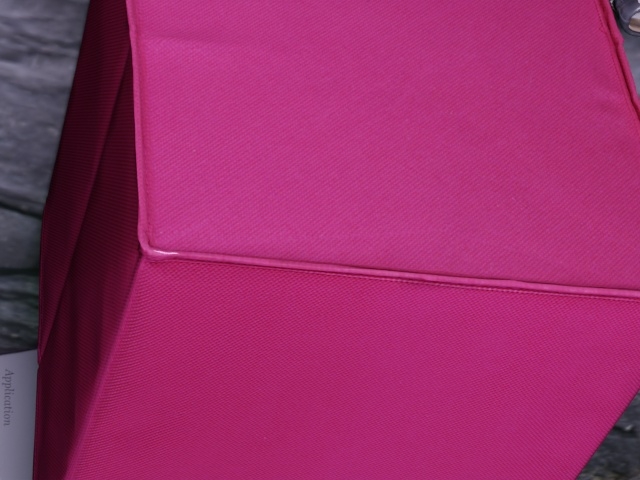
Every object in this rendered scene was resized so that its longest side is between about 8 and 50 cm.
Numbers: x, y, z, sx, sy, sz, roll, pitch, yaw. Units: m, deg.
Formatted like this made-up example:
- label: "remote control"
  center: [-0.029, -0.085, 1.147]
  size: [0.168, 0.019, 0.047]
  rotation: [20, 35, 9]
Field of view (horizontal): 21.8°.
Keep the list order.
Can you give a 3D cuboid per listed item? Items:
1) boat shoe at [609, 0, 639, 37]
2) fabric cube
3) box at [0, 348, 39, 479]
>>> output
- label: "boat shoe"
  center: [0.213, -0.124, 0.884]
  size: [0.125, 0.038, 0.046]
  rotation: [5, 141, -15]
- label: "fabric cube"
  center: [0.000, 0.000, 0.834]
  size: [0.254, 0.259, 0.258]
  rotation: [5, 139, -15]
- label: "box"
  center: [-0.179, 0.198, 1.128]
  size: [0.345, 0.168, 0.215]
  rotation: [-9, 142, 4]
